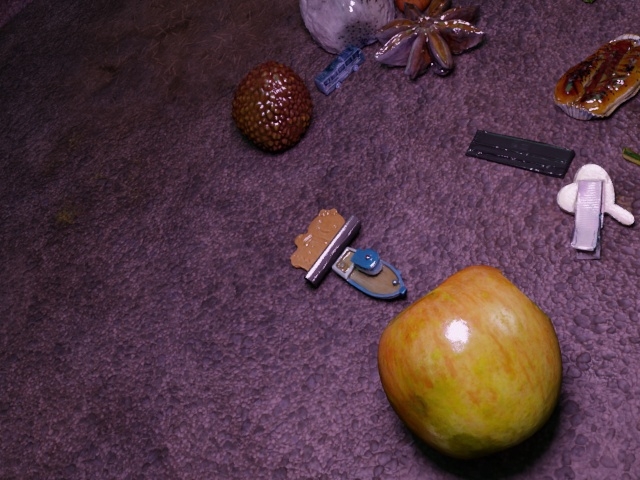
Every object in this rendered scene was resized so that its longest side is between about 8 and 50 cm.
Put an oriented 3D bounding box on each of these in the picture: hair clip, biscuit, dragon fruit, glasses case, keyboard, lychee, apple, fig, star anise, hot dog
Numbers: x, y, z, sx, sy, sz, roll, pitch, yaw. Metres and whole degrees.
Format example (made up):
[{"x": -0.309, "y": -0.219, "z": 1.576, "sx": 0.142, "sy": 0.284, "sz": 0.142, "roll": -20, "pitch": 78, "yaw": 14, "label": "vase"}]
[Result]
[{"x": 0.595, "y": -0.066, "z": 1.441, "sx": 0.159, "sy": 0.071, "sz": 0.219, "roll": 3, "pitch": 67, "yaw": 21, "label": "hair clip"}, {"x": 0.001, "y": 0.004, "z": 1.675, "sx": 0.184, "sy": 0.027, "sz": 0.133, "roll": -48, "pitch": 53, "yaw": -10, "label": "biscuit"}, {"x": 0.079, "y": -0.703, "z": 1.963, "sx": 0.282, "sy": 0.204, "sz": 0.221, "roll": -25, "pitch": 50, "yaw": 7, "label": "dragon fruit"}, {"x": 0.029, "y": 0.025, "z": 1.598, "sx": 0.042, "sy": 0.072, "sz": 0.191, "roll": 36, "pitch": 79, "yaw": 9, "label": "glasses case"}, {"x": 0.483, "y": -0.215, "z": 1.613, "sx": 0.250, "sy": 0.017, "sz": 0.087, "roll": 19, "pitch": 70, "yaw": 32, "label": "keyboard"}, {"x": -0.131, "y": -0.372, "z": 1.831, "sx": 0.235, "sy": 0.271, "sz": 0.236, "roll": 1, "pitch": 73, "yaw": -4, "label": "lychee"}, {"x": 0.281, "y": 0.230, "z": 1.236, "sx": 0.339, "sy": 0.339, "sz": 0.340, "roll": -11, "pitch": 57, "yaw": 17, "label": "apple"}, {"x": 0.260, "y": -0.730, "z": 1.956, "sx": 0.119, "sy": 0.153, "sz": 0.119, "roll": -1, "pitch": 89, "yaw": 32, "label": "fig"}, {"x": 0.300, "y": -0.563, "z": 1.847, "sx": 0.331, "sy": 0.118, "sz": 0.332, "roll": -10, "pitch": 49, "yaw": 11, "label": "star anise"}, {"x": 0.690, "y": -0.397, "z": 1.599, "sx": 0.270, "sy": 0.082, "sz": 0.162, "roll": -41, "pitch": 55, "yaw": -6, "label": "hot dog"}]

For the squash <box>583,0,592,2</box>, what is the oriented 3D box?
[{"x": 0.753, "y": -0.771, "z": 1.803, "sx": 0.082, "sy": 0.082, "sz": 0.293, "roll": 9, "pitch": 64, "yaw": 27, "label": "squash"}]

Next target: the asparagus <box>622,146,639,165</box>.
[{"x": 0.720, "y": -0.179, "z": 1.486, "sx": 0.021, "sy": 0.025, "sz": 0.108, "roll": -39, "pitch": 53, "yaw": -15, "label": "asparagus"}]

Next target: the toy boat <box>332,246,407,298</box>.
[{"x": 0.113, "y": 0.073, "z": 1.539, "sx": 0.215, "sy": 0.102, "sz": 0.088, "roll": 30, "pitch": 77, "yaw": 33, "label": "toy boat"}]

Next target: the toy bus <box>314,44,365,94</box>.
[{"x": 0.057, "y": -0.501, "z": 1.939, "sx": 0.166, "sy": 0.065, "sz": 0.047, "roll": -46, "pitch": 54, "yaw": -8, "label": "toy bus"}]
